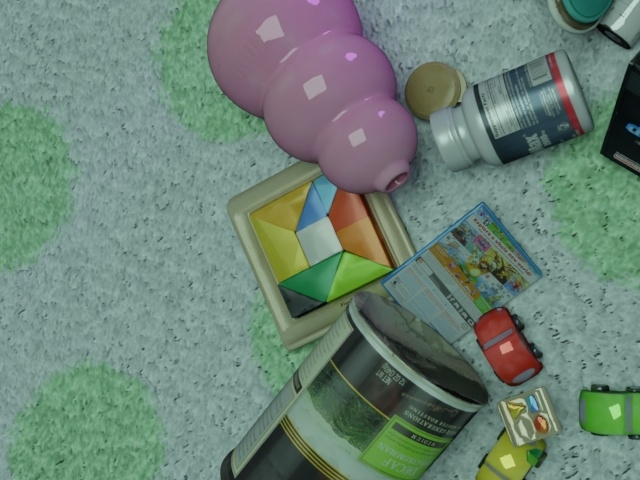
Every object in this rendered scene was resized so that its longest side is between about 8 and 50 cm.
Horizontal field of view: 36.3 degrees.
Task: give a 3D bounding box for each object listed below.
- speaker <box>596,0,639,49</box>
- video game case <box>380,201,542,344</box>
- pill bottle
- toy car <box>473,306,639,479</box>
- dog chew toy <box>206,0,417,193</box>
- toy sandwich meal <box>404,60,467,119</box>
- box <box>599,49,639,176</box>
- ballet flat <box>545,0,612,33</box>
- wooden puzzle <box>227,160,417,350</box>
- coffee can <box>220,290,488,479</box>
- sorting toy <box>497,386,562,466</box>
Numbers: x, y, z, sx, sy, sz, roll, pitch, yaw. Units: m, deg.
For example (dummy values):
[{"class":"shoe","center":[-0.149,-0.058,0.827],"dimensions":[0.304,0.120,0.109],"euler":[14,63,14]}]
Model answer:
[{"class":"speaker","center":[0.396,-0.302,1.181],"dimensions":[0.055,0.055,0.136],"euler":[40,99,21]},{"class":"video game case","center":[0.176,0.048,1.232],"dimensions":[0.166,0.015,0.119],"euler":[-39,92,14]},{"class":"pill bottle","center":[0.233,-0.152,1.202],"dimensions":[0.180,0.108,0.108],"euler":[-21,77,19]},{"class":"toy car","center":[0.290,0.200,1.166],"dimensions":[0.225,0.053,0.239],"euler":[-1,87,20]},{"class":"dog chew toy","center":[0.000,-0.194,1.241],"dimensions":[0.206,0.206,0.332],"euler":[-41,68,13]},{"class":"toy sandwich meal","center":[0.152,-0.197,1.283],"dimensions":[0.085,0.029,0.086],"euler":[-2,86,26]},{"class":"box","center":[0.430,-0.105,1.082],"dimensions":[0.220,0.175,0.051],"euler":[36,69,21]},{"class":"ballet flat","center":[0.309,-0.437,1.205],"dimensions":[0.139,0.139,0.400],"euler":[7,83,22]},{"class":"wooden puzzle","center":[0.000,0.000,1.313],"dimensions":[0.221,0.044,0.239],"euler":[-27,75,17]},{"class":"coffee can","center":[0.038,0.228,1.176],"dimensions":[0.201,0.201,0.275],"euler":[42,105,20]},{"class":"sorting toy","center":[0.249,0.219,1.144],"dimensions":[0.062,0.012,0.083],"euler":[-23,79,17]}]
